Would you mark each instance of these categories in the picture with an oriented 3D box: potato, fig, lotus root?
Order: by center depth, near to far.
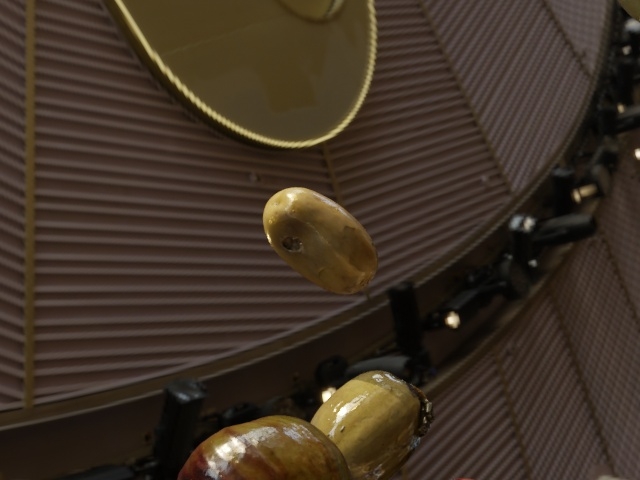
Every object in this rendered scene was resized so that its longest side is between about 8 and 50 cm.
[{"bbox_3d":[-0.006,0.334,1.051,0.321,0.217,0.217,35,-146,22],"label":"fig"},{"bbox_3d":[0.054,0.352,1.663,0.310,0.183,0.183,-38,-73,-29],"label":"lotus root"},{"bbox_3d":[0.000,0.000,1.737,0.234,0.150,0.146,43,-164,-1],"label":"potato"}]

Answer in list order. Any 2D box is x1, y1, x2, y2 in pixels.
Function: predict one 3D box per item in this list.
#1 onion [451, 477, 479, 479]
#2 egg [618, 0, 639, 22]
[{"bbox_3d":[0.273,0.595,1.900,0.219,0.252,0.252,-3,-105,-8],"label":"onion"},{"bbox_3d":[0.517,-0.374,1.330,0.188,0.253,0.188,-24,-49,-31],"label":"egg"}]
